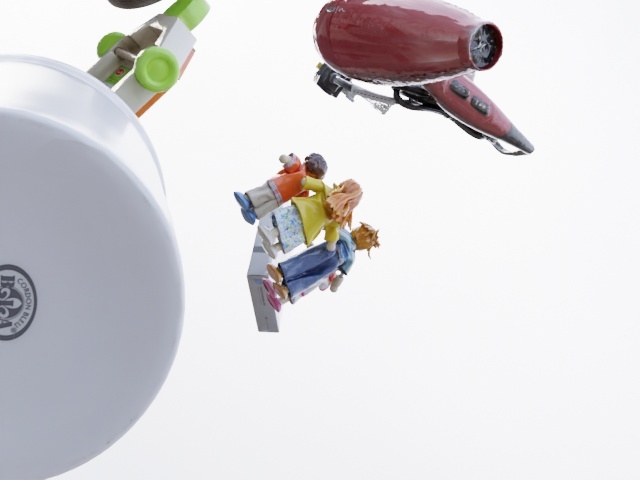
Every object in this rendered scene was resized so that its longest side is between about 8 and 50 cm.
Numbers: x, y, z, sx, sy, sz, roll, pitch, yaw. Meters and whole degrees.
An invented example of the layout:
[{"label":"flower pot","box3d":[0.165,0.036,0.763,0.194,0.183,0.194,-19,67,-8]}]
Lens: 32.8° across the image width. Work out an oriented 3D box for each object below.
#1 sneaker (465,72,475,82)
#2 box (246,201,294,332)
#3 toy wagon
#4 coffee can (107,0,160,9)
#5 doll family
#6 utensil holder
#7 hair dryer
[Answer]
[{"label":"sneaker","box3d":[0.169,-0.246,1.463,0.051,0.070,0.134,-98,170,-57]},{"label":"box","box3d":[-0.075,0.028,1.705,0.038,0.186,0.145,2,-41,7]},{"label":"toy wagon","box3d":[-0.255,-0.222,1.439,0.068,0.344,0.267,49,-7,-26]},{"label":"coffee can","box3d":[-0.320,-0.531,1.697,0.201,0.201,0.275,20,-24,37]},{"label":"doll family","box3d":[0.000,0.000,1.499,0.118,0.163,0.263,42,-26,45]},{"label":"utensil holder","box3d":[-0.287,0.006,0.988,0.328,0.327,0.385,64,-6,-18]},{"label":"hair dryer","box3d":[0.100,-0.150,0.929,0.223,0.080,0.293,17,-1,1]}]
